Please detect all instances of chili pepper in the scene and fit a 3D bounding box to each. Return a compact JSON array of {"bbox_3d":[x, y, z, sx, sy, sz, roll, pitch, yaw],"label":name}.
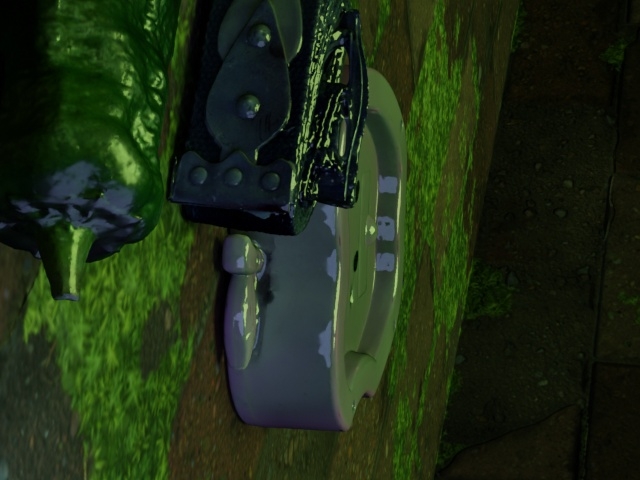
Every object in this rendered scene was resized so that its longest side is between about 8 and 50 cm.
[{"bbox_3d":[-0.123,-0.097,0.723,0.136,0.099,0.270,85,9,-66],"label":"chili pepper"}]

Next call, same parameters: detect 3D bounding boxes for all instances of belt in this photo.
[{"bbox_3d":[-0.027,-0.110,1.058,0.122,0.128,0.218,48,48,-73],"label":"belt"}]

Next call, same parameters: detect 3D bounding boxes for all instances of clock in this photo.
[{"bbox_3d":[0.000,0.000,1.264,0.338,0.102,0.338,4,90,-76],"label":"clock"}]
